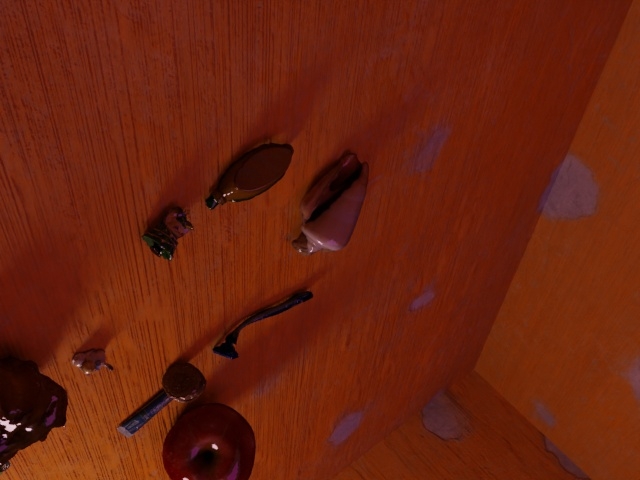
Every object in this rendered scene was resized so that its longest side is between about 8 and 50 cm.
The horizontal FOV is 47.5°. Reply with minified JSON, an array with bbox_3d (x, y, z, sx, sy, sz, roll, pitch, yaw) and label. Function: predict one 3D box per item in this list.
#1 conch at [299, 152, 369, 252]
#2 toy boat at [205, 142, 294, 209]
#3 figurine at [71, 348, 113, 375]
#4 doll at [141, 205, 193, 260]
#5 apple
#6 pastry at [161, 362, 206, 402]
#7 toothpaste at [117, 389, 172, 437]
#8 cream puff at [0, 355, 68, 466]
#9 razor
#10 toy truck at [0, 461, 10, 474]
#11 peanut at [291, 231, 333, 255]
[{"bbox_3d":[0.029,-0.083,1.776,0.255,0.158,0.127,-59,-163,-13],"label":"conch"},{"bbox_3d":[-0.140,-0.139,1.518,0.229,0.089,0.088,-36,-171,-19],"label":"toy boat"},{"bbox_3d":[-0.493,0.266,1.578,0.083,0.051,0.047,0,122,-53],"label":"figurine"},{"bbox_3d":[-0.311,-0.020,1.466,0.078,0.077,0.113,66,37,-51],"label":"doll"},{"bbox_3d":[-0.301,0.587,2.028,0.260,0.260,0.216,-45,176,-2],"label":"apple"},{"bbox_3d":[-0.345,0.360,1.844,0.109,0.097,0.057,-4,156,2],"label":"pastry"},{"bbox_3d":[-0.435,0.435,1.885,0.197,0.035,0.057,-40,135,-8],"label":"toothpaste"},{"bbox_3d":[-0.614,0.323,1.393,0.241,0.155,0.269,-26,152,-23],"label":"cream puff"},{"bbox_3d":[-0.146,0.209,1.967,0.324,0.093,0.056,-32,113,-31],"label":"razor"},{"bbox_3d":[-0.729,0.501,1.534,0.100,0.077,0.168,-8,135,-51],"label":"toy truck"},{"bbox_3d":[0.000,0.000,1.860,0.175,0.080,0.080,-15,138,-45],"label":"peanut"}]
